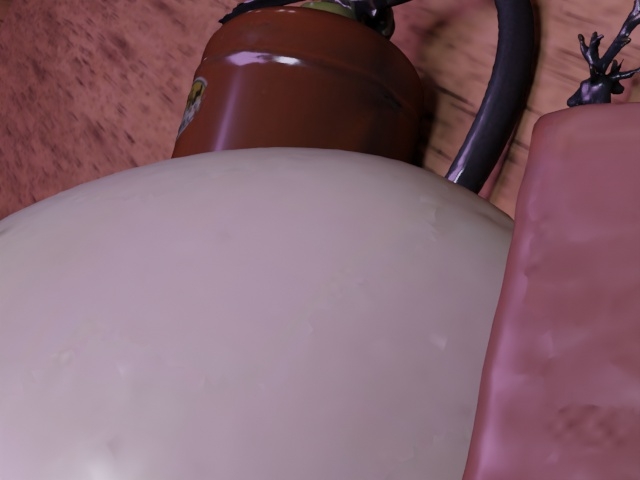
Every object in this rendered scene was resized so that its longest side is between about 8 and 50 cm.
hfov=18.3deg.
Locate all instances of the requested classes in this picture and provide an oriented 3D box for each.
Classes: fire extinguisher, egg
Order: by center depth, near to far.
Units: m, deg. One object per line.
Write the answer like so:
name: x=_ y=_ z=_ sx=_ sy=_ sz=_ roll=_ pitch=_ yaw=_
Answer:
egg: x=-0.051 y=0.125 z=0.623 sx=0.345 sy=0.283 sz=0.283 roll=-55 pitch=21 yaw=16
fire extinguisher: x=0.002 y=0.005 z=0.933 sx=0.200 sy=0.113 sz=0.376 roll=3 pitch=67 yaw=25

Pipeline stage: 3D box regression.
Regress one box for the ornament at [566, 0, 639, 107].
ornament: x=0.112 y=-0.037 z=0.755 sx=0.073 sy=0.028 sz=0.125 roll=-18 pitch=53 yaw=67

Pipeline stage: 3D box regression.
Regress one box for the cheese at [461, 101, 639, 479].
cheese: x=0.112 y=0.047 z=0.424 sx=0.203 sy=0.177 sz=0.128 roll=-31 pitch=40 yaw=60
